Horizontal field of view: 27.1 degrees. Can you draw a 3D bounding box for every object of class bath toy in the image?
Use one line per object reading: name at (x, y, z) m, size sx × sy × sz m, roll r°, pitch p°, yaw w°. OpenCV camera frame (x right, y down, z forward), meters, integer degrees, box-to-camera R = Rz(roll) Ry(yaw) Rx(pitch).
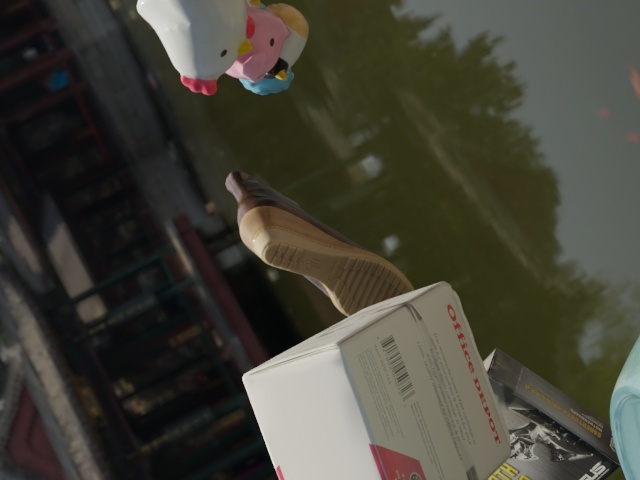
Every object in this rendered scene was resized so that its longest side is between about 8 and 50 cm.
bath toy at (-0.097, -0.221, 1.450) m, size 0.348 × 0.151 × 0.129 m, roll -33°, pitch -66°, yaw -81°

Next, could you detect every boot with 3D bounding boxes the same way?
boot at (0.000, 0.000, 1.719) m, size 0.248 × 0.090 × 0.207 m, roll 25°, pitch -162°, yaw -26°

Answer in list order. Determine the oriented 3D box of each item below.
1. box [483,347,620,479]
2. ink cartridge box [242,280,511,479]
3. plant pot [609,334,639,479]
box at (0.209, 0.254, 1.529) m, size 0.183 × 0.231 × 0.056 m, roll 34°, pitch -143°, yaw -4°
ink cartridge box at (0.067, 0.178, 1.327) m, size 0.283 × 0.117 × 0.207 m, roll -22°, pitch -88°, yaw -62°
plant pot at (0.307, 0.120, 0.858) m, size 0.290 × 0.195 × 0.290 m, roll 158°, pitch 90°, yaw -79°
